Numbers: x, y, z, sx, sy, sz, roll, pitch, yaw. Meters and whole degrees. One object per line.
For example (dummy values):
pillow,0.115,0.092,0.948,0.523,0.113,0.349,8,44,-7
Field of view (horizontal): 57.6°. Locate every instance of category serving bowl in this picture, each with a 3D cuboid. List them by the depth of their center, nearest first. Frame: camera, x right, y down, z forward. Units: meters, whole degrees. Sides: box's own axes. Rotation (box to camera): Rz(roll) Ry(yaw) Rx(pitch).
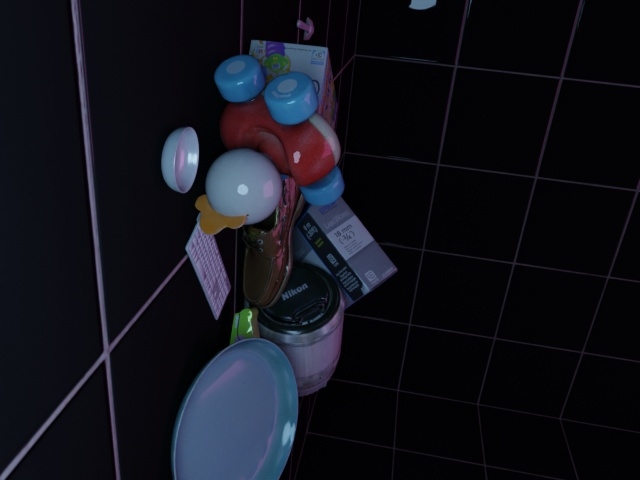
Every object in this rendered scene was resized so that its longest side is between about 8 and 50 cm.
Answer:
serving bowl,-0.180,-0.102,0.731,0.083,0.027,0.083,8,90,-84

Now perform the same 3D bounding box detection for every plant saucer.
plant saucer,-0.148,0.327,1.016,0.317,0.043,0.318,-6,97,-57

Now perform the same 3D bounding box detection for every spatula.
spatula,-0.049,-0.479,1.469,0.242,0.019,0.168,-58,161,-72

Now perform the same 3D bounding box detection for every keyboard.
keyboard,-0.183,0.050,0.969,0.256,0.014,0.072,87,13,-58

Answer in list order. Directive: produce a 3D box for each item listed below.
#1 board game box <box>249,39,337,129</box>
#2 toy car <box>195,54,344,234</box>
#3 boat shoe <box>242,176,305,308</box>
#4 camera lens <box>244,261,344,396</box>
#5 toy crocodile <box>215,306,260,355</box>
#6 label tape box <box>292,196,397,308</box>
board game box,-0.052,-0.260,1.139,0.275,0.144,0.142,53,45,-82
toy car,-0.111,-0.110,0.877,0.238,0.210,0.219,-48,146,-21
boat shoe,-0.115,-0.013,1.171,0.104,0.110,0.308,6,97,-58
camera lens,-0.059,0.203,1.339,0.274,0.219,0.219,92,9,-46
toy crocodile,-0.155,0.298,1.123,0.115,0.105,0.341,59,40,-80
label tape box,0.000,0.000,1.384,0.106,0.334,0.240,-34,173,-29
